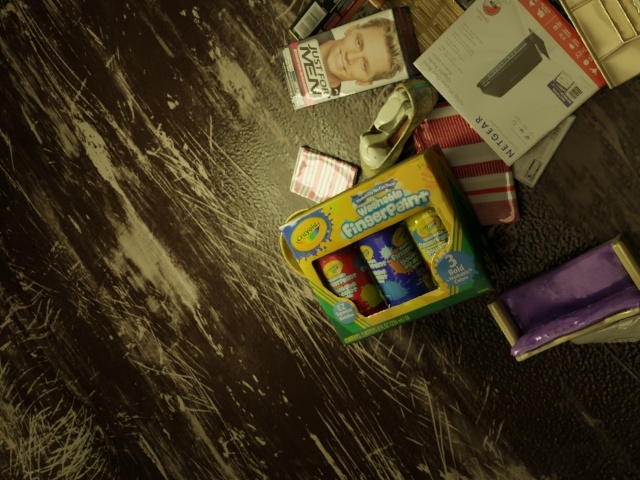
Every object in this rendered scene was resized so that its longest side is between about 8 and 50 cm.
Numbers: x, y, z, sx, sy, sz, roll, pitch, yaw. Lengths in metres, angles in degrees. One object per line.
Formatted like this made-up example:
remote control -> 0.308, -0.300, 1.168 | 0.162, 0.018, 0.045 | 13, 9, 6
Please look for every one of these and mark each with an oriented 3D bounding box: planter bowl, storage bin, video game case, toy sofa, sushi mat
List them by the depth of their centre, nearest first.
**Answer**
storage bin -> 0.612, -0.458, 1.409 | 0.123, 0.262, 0.260 | -29, 89, 35
toy sofa -> 0.591, 0.137, 1.641 | 0.362, 0.177, 0.150 | -32, 88, 33
video game case -> 0.491, -0.258, 1.675 | 0.183, 0.023, 0.201 | 34, 119, 17
sushi mat -> 0.271, -0.535, 1.677 | 0.316, 0.019, 0.151 | 50, 124, 6
video game case -> 0.078, -0.570, 1.812 | 0.248, 0.035, 0.275 | 51, 121, 8
planter bowl -> 0.000, 0.000, 1.981 | 0.217, 0.090, 0.217 | 8, 110, 21

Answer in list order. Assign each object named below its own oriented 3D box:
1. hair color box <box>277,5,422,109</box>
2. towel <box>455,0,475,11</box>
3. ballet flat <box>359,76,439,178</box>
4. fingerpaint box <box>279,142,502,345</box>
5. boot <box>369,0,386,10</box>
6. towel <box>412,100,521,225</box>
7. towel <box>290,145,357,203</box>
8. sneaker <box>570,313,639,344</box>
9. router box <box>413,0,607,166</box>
hair color box -> 0.072, -0.460, 1.754 | 0.347, 0.105, 0.174 | -9, 103, 34
towel -> 0.334, -0.673, 1.636 | 0.324, 0.056, 0.312 | 44, 123, 9
ballet flat -> 0.168, -0.278, 1.755 | 0.123, 0.123, 0.348 | 47, 135, 10
fingerpaint box -> 0.177, 0.020, 1.769 | 0.444, 0.163, 0.371 | -25, 97, 27
boot -> 0.123, -0.732, 1.613 | 0.280, 0.096, 0.264 | 39, 99, -2
towel -> 0.362, -0.192, 1.738 | 0.237, 0.037, 0.329 | -6, 104, 35
towel -> 0.005, -0.174, 1.969 | 0.197, 0.029, 0.144 | 24, 114, 22
sneaker -> 0.715, 0.211, 1.651 | 0.235, 0.090, 0.095 | -31, 102, 35
router box -> 0.438, -0.393, 1.574 | 0.335, 0.082, 0.301 | 47, 111, 1
